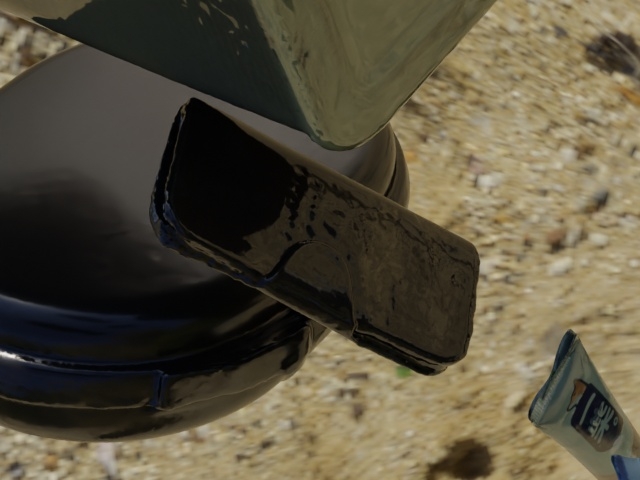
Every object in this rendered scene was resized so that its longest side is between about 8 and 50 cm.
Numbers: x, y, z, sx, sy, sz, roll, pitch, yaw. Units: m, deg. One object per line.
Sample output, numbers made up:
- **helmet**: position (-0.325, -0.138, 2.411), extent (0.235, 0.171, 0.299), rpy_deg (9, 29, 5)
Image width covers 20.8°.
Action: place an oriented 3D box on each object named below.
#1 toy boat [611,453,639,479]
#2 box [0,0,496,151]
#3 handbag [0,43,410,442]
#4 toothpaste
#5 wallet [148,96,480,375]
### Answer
- **toy boat**: position (0.287, 0.138, 1.051), extent (0.070, 0.291, 0.210), rpy_deg (-30, 102, 43)
- **box**: position (-0.115, -0.236, 0.715), extent (0.344, 0.352, 0.177), rpy_deg (28, 66, 34)
- **handbag**: position (-0.088, -0.009, 0.935), extent (0.254, 0.308, 0.093), rpy_deg (21, 131, 23)
- **toothpaste**: position (0.163, 0.114, 1.018), extent (0.036, 0.205, 0.056), rpy_deg (18, 74, 31)
- **wallet**: position (0.000, 0.000, 0.754), extent (0.157, 0.082, 0.018), rpy_deg (28, 136, -18)
